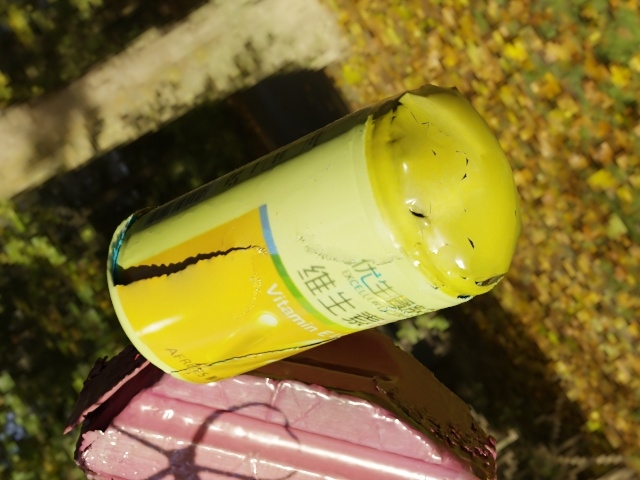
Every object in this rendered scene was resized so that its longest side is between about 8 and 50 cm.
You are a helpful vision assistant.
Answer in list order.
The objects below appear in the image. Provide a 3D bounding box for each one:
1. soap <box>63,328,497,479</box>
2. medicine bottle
[{"bbox_3d":[-0.028,0.144,0.953,0.112,0.289,0.182,-87,11,-65],"label":"soap"},{"bbox_3d":[0.000,0.000,0.793,0.124,0.239,0.124,28,-128,-43],"label":"medicine bottle"}]
